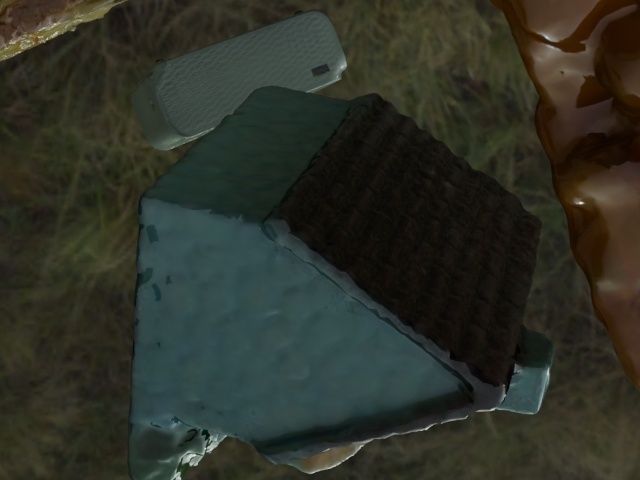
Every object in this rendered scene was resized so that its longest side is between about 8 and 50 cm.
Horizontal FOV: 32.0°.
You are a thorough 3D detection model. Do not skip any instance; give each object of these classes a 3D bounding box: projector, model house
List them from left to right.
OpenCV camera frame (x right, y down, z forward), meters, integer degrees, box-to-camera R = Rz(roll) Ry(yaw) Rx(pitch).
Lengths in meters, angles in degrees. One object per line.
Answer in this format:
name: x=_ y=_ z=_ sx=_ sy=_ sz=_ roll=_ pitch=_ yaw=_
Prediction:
projector: x=-0.114 y=-0.212 z=1.479 sx=0.250 sy=0.198 sz=0.108 roll=-24 pitch=96 yaw=-15
model house: x=0.035 y=0.041 z=0.758 sx=0.249 sy=0.280 sz=0.230 roll=14 pitch=118 yaw=11

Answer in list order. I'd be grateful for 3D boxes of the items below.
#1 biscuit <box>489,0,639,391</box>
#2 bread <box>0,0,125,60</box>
biscuit: x=0.218 y=-0.092 z=0.416 sx=0.318 sy=0.110 sz=0.312 roll=-27 pitch=106 yaw=-12
bread: x=-0.334 y=-0.264 z=1.086 sx=0.275 sy=0.114 sz=0.184 roll=-27 pitch=97 yaw=-14
